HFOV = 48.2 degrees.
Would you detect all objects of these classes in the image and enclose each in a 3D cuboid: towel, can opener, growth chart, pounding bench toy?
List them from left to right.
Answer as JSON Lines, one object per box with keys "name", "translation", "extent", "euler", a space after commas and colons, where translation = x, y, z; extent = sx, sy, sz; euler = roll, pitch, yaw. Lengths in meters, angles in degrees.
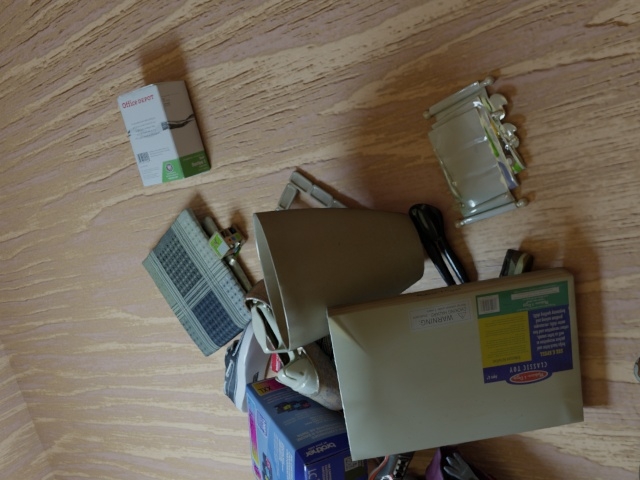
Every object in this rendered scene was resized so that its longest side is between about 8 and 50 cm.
{"name": "towel", "translation": [-0.299, 0.106, 1.799], "extent": [0.324, 0.056, 0.312], "euler": [55, 136, 6]}
{"name": "pounding bench toy", "translation": [-0.205, 0.013, 1.658], "extent": [0.083, 0.065, 0.052], "euler": [52, 132, 11]}
{"name": "can opener", "translation": [0.214, 0.015, 1.305], "extent": [0.059, 0.073, 0.186], "euler": [-19, 104, 36]}
{"name": "growth chart", "translation": [0.266, -0.146, 1.216], "extent": [0.171, 0.021, 0.238], "euler": [-13, 99, 43]}

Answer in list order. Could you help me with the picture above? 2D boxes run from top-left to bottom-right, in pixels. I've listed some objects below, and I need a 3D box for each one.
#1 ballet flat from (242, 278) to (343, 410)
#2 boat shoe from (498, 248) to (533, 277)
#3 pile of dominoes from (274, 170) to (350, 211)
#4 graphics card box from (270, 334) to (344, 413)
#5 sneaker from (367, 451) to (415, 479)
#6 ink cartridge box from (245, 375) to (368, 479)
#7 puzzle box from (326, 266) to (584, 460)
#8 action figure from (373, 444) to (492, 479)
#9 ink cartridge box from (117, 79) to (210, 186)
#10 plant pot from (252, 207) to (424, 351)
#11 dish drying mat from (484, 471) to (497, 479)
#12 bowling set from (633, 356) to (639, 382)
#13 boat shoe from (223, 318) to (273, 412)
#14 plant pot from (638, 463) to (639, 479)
{"name": "ballet flat", "translation": [-0.065, 0.229, 1.473], "extent": [0.107, 0.106, 0.316], "euler": [-39, 81, 43]}
{"name": "boat shoe", "translation": [0.324, 0.084, 1.245], "extent": [0.049, 0.056, 0.152], "euler": [32, 117, 33]}
{"name": "pile of dominoes", "translation": [0.000, 0.000, 1.484], "extent": [0.251, 0.040, 0.196], "euler": [37, 109, 27]}
{"name": "graphics card box", "translation": [0.063, 0.246, 1.507], "extent": [0.370, 0.094, 0.233], "euler": [24, 122, 33]}
{"name": "sneaker", "translation": [0.154, 0.448, 1.405], "extent": [0.158, 0.061, 0.065], "euler": [-62, 23, 15]}
{"name": "ink cartridge box", "translation": [-0.020, 0.495, 1.545], "extent": [0.395, 0.151, 0.270], "euler": [32, 130, 57]}
{"name": "puzzle box", "translation": [0.230, 0.210, 1.203], "extent": [0.408, 0.052, 0.272], "euler": [-9, 105, 0]}
{"name": "action figure", "translation": [0.240, 0.561, 1.462], "extent": [0.275, 0.248, 0.370], "euler": [21, 141, -8]}
{"name": "ink cartridge box", "translation": [-0.366, -0.249, 1.665], "extent": [0.160, 0.092, 0.220], "euler": [-4, 105, 41]}
{"name": "plant pot", "translation": [0.039, 0.042, 1.305], "extent": [0.256, 0.273, 0.257], "euler": [166, 90, -79]}
{"name": "dish drying mat", "translation": [0.333, 0.504, 1.443], "extent": [0.032, 0.008, 0.083], "euler": [32, 125, 28]}
{"name": "bowling set", "translation": [0.548, 0.221, 1.036], "extent": [0.199, 0.154, 0.287], "euler": [-23, 92, 43]}
{"name": "boat shoe", "translation": [-0.186, 0.287, 1.738], "extent": [0.102, 0.108, 0.301], "euler": [32, 133, 25]}
{"name": "plant pot", "translation": [0.588, 0.406, 1.085], "extent": [0.237, 0.109, 0.238], "euler": [18, 114, 45]}
